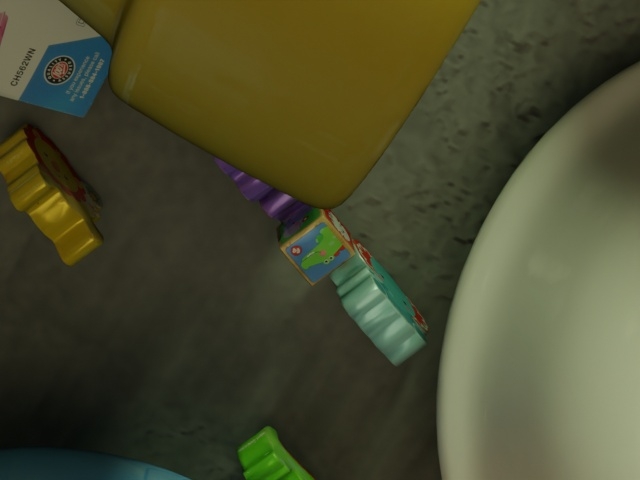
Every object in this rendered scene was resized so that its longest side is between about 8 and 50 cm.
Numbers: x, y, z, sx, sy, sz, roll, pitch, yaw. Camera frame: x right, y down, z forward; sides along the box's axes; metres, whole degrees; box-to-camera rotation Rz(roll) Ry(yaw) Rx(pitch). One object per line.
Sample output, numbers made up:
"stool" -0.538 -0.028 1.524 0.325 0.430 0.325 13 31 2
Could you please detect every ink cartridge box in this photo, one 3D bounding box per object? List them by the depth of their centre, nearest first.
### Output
"ink cartridge box" -0.128 -0.105 0.696 0.122 0.052 0.088 15 125 -28

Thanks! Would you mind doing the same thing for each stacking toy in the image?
"stacking toy" 0.000 0.000 0.778 0.167 0.052 0.221 -35 111 9

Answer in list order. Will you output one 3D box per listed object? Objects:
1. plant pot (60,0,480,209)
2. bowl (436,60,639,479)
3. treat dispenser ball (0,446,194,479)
"plant pot" -0.040 -0.174 0.579 0.239 0.254 0.254 29 105 -5
"bowl" 0.205 0.067 0.730 0.298 0.134 0.298 -2 97 -19
"treat dispenser ball" -0.108 0.223 0.717 0.288 0.288 0.288 -2 110 -5
